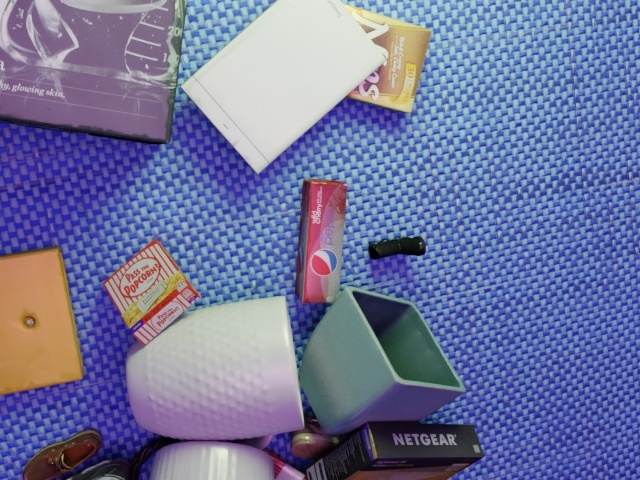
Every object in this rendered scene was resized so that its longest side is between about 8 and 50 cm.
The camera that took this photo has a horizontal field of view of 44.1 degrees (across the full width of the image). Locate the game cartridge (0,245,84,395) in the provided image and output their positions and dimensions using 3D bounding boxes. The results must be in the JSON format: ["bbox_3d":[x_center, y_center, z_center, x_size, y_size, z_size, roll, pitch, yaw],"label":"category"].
[{"bbox_3d":[-0.669,0.175,1.605,0.323,0.052,0.285,-9,100,-10],"label":"game cartridge"}]

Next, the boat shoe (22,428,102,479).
[{"bbox_3d":[-0.547,0.461,1.665,0.178,0.060,0.064,-28,103,-8],"label":"boat shoe"}]

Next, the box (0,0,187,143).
[{"bbox_3d":[-0.487,-0.439,1.436,0.479,0.297,0.472,6,94,-15],"label":"box"}]

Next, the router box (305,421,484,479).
[{"bbox_3d":[0.161,0.483,1.716,0.308,0.081,0.243,10,139,-34],"label":"router box"}]

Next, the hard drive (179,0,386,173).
[{"bbox_3d":[-0.072,-0.337,1.590,0.353,0.047,0.233,-42,106,-1],"label":"hard drive"}]

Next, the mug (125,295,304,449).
[{"bbox_3d":[-0.209,0.312,1.635,0.328,0.276,0.374,-8,122,-2],"label":"mug"}]

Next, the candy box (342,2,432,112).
[{"bbox_3d":[0.059,-0.396,1.675,0.316,0.087,0.183,12,97,-14],"label":"candy box"}]

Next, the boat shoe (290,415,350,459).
[{"bbox_3d":[0.060,0.446,1.794,0.285,0.103,0.092,11,51,-25],"label":"boat shoe"}]

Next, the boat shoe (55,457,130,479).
[{"bbox_3d":[-0.527,0.547,1.660,0.306,0.105,0.113,-35,118,18],"label":"boat shoe"}]

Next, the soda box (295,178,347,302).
[{"bbox_3d":[0.000,0.000,1.717,0.083,0.092,0.263,2,98,-13],"label":"soda box"}]

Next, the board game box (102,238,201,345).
[{"bbox_3d":[-0.344,0.100,1.597,0.147,0.193,0.045,-41,134,-6],"label":"board game box"}]

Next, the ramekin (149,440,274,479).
[{"bbox_3d":[-0.222,0.504,1.617,0.277,0.277,0.135,9,61,-15],"label":"ramekin"}]

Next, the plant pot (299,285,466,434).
[{"bbox_3d":[0.101,0.285,1.680,0.247,0.248,0.252,18,124,-46],"label":"plant pot"}]

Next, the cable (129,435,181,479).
[{"bbox_3d":[-0.344,0.509,1.730,0.184,0.047,0.150,-46,105,-5],"label":"cable"}]

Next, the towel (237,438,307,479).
[{"bbox_3d":[-0.101,0.619,1.755,0.329,0.037,0.237,34,91,3],"label":"towel"}]

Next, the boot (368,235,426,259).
[{"bbox_3d":[0.167,0.018,1.749,0.099,0.121,0.045,-11,98,-18],"label":"boot"}]
